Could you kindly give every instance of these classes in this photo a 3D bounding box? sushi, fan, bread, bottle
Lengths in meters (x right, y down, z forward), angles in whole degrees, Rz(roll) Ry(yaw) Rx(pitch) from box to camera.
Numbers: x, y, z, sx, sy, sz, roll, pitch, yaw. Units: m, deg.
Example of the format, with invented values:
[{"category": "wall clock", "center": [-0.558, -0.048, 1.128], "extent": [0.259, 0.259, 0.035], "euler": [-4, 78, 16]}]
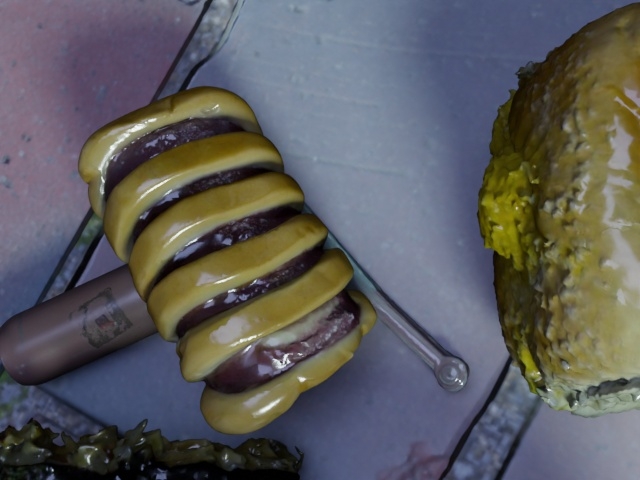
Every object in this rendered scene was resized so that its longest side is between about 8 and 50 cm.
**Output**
[{"category": "sushi", "center": [-0.123, 0.171, 0.678], "extent": [0.213, 0.147, 0.114], "euler": [-2, 77, 16]}, {"category": "fan", "center": [0.000, 0.000, 0.755], "extent": [0.282, 0.023, 0.057], "euler": [41, 85, 18]}, {"category": "bread", "center": [0.180, 0.002, 0.624], "extent": [0.176, 0.195, 0.246], "euler": [-6, 76, 7]}, {"category": "bread", "center": [-0.058, 0.004, 0.699], "extent": [0.134, 0.081, 0.225], "euler": [-26, 69, -23]}, {"category": "bottle", "center": [-0.153, 0.053, 0.760], "extent": [0.140, 0.053, 0.053], "euler": [-24, 73, 6]}]
